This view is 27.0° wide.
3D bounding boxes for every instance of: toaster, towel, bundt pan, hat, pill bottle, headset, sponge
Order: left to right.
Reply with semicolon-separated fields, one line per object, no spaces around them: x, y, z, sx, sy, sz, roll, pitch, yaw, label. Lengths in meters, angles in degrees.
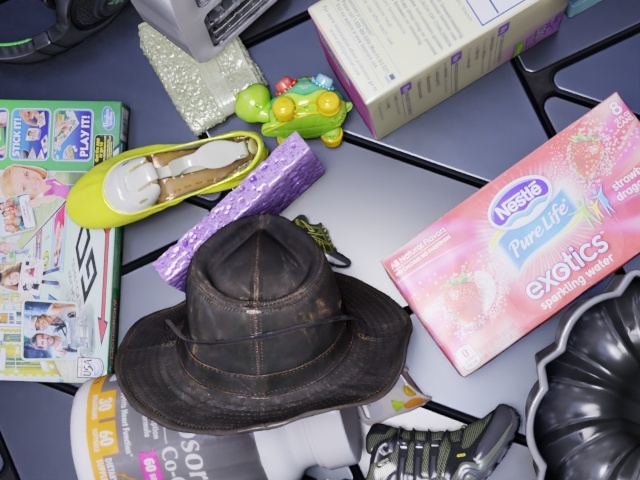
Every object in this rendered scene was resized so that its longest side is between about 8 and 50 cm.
-0.291;-0.357;1.468;0.394;0.185;0.243;-28;82;14;headset
-0.132;-0.301;1.432;0.186;0.168;0.110;-43;65;-12;toaster
-0.135;-0.203;1.516;0.110;0.027;0.148;-29;82;3;towel
-0.106;0.196;1.398;0.278;0.162;0.162;-13;83;8;pill bottle
-0.087;-0.026;1.447;0.210;0.117;0.031;-42;79;0;sponge
-0.062;0.055;1.327;0.331;0.331;0.134;-4;114;5;hat
0.355;0.174;1.354;0.331;0.124;0.330;-1;96;-6;bundt pan

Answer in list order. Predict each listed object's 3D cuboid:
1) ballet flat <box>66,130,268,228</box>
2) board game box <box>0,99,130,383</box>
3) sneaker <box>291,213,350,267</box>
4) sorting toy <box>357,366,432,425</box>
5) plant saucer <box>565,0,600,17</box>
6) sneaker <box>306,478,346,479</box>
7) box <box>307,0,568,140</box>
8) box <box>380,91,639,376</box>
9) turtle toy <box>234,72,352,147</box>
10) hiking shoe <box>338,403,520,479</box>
-0.165;-0.074;1.452;0.231;0.077;0.077;-17;87;-12;ballet flat
-0.331;0.000;1.506;0.214;0.046;0.317;1;84;5;board game box
0.000;0.000;1.479;0.083;0.031;0.035;32;84;6;sneaker
0.065;0.163;1.456;0.075;0.045;0.083;-40;81;20;sorting toy
0.260;-0.347;1.495;0.067;0.018;0.192;-29;83;3;plant saucer
-0.107;0.329;1.322;0.319;0.112;0.131;-13;66;2;sneaker
0.126;-0.231;1.397;0.243;0.213;0.117;-31;82;2;box
0.227;-0.001;1.399;0.300;0.142;0.154;-35;81;1;box
-0.030;-0.146;1.469;0.130;0.095;0.066;-5;66;0;turtle toy
0.104;0.231;1.417;0.227;0.086;0.114;-38;85;2;hiking shoe
